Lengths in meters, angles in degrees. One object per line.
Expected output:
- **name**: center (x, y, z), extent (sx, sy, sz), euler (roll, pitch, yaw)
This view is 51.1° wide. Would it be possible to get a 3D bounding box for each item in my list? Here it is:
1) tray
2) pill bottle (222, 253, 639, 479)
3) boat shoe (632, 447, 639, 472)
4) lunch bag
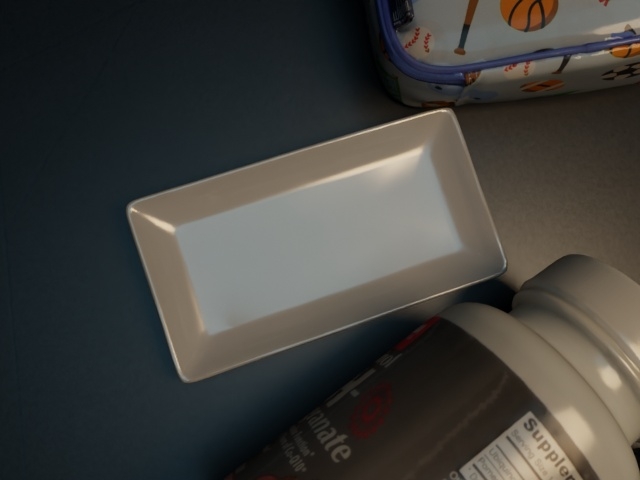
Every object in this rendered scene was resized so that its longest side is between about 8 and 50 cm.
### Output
- **tray**: center (0.000, 0.000, 0.527), extent (0.271, 0.030, 0.145), euler (-18, 85, -8)
- **pill bottle**: center (0.087, 0.153, 0.444), extent (0.319, 0.176, 0.176), euler (-36, 88, -9)
- **boat shoe**: center (0.228, 0.293, 0.438), extent (0.119, 0.121, 0.335), euler (19, 44, 14)
- **lunch bag**: center (0.167, -0.236, 0.513), extent (0.304, 0.115, 0.243), euler (-6, 86, 3)
